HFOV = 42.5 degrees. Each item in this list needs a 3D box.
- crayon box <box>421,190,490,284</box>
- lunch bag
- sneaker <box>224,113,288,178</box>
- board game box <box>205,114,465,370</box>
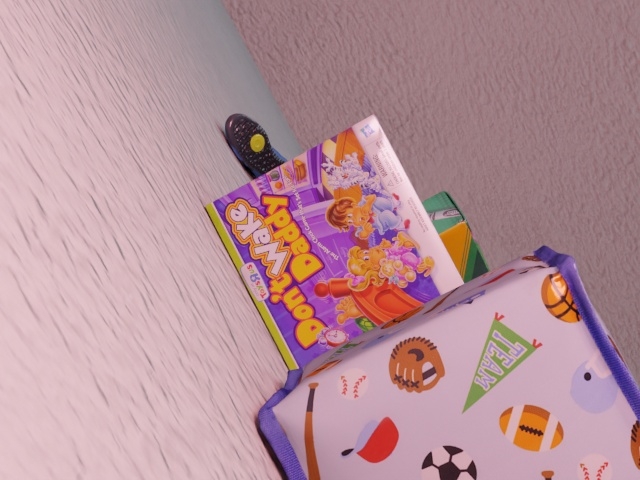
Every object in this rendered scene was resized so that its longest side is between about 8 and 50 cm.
[{"bbox_3d":[0.097,0.069,1.174,0.165,0.278,0.081,57,7,-39],"label":"crayon box"},{"bbox_3d":[0.174,0.246,0.784,0.385,0.328,0.239,64,10,0],"label":"lunch bag"},{"bbox_3d":[-0.118,-0.153,1.483,0.082,0.069,0.209,21,-17,45],"label":"sneaker"},{"bbox_3d":[0.046,0.057,1.005,0.347,0.233,0.078,62,5,2],"label":"board game box"}]
